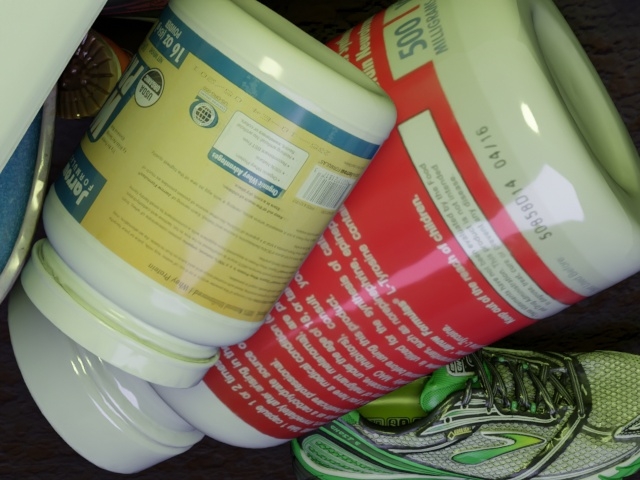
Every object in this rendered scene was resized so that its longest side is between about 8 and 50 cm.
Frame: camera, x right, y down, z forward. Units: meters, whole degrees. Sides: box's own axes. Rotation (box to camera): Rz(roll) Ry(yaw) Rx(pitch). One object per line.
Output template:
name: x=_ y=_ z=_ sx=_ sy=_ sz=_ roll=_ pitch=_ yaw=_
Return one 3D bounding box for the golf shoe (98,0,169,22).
golf shoe: x=-0.052 y=-0.188 z=0.936 sx=0.273 sy=0.105 sz=0.120 roll=-3 pitch=157 yaw=-2

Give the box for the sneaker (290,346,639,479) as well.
sneaker: x=0.144 y=0.149 z=1.354 sx=0.344 sy=0.134 sz=0.146 roll=-7 pitch=141 yaw=-5

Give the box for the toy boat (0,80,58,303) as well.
toy boat: x=-0.317 y=-0.053 z=0.891 sx=0.318 sy=0.267 sz=0.148 roll=11 pitch=176 yaw=0

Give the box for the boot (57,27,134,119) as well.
boot: x=-0.137 y=-0.105 z=0.980 sx=0.085 sy=0.158 sz=0.059 roll=7 pitch=98 yaw=-29

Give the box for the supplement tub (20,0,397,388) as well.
supplement tub: x=-0.066 y=-0.031 z=0.884 sx=0.144 sy=0.144 sz=0.199 roll=26 pitch=103 yaw=-37

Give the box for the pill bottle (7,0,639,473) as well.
pill bottle: x=0.000 y=0.000 z=1.058 sx=0.408 sy=0.229 sz=0.229 roll=-28 pitch=139 yaw=20

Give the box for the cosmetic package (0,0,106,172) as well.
cosmetic package: x=-0.302 y=-0.196 z=0.566 sx=0.394 sy=0.329 sz=0.327 roll=28 pitch=99 yaw=-42
